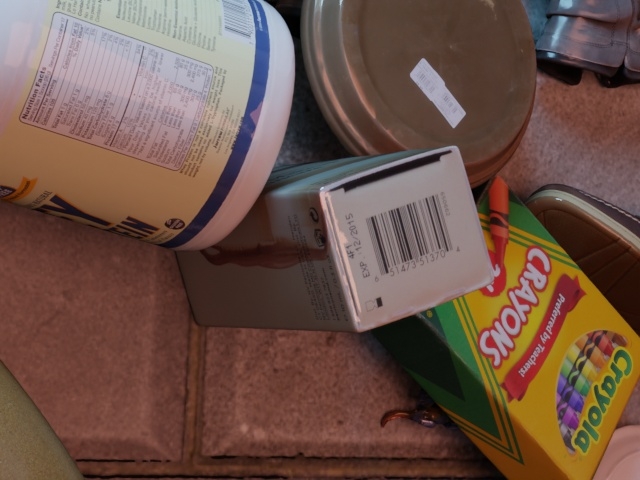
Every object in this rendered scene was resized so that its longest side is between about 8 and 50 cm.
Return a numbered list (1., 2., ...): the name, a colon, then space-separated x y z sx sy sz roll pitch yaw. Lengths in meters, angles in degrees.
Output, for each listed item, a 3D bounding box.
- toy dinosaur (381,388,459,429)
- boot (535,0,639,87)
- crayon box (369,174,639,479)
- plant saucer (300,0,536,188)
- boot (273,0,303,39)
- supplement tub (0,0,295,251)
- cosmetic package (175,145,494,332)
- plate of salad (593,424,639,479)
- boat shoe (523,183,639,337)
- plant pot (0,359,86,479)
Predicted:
1. toy dinosaur: 0.118 0.171 1.860 0.082 0.090 0.047 33 54 -62
2. boot: 0.248 -0.285 1.894 0.338 0.118 0.222 14 88 -25
3. crayon box: 0.210 0.117 1.848 0.318 0.081 0.202 47 52 -20
4. plant saucer: 0.105 -0.181 1.740 0.278 0.041 0.278 7 77 -34
5. boot: 0.076 -0.284 1.805 0.263 0.091 0.229 22 75 -30
6. supplement tub: -0.211 -0.138 1.544 0.325 0.235 0.235 17 81 -26
7. cosmetic package: 0.000 0.000 1.636 0.153 0.296 0.129 -20 98 -30
8. plate of salad: 0.341 0.297 1.963 0.200 0.048 0.200 7 75 -29
9. boat shoe: 0.346 0.032 1.958 0.342 0.123 0.123 33 43 -18
10. plant pot: -0.325 0.168 1.504 0.237 0.237 0.254 -20 85 -29
